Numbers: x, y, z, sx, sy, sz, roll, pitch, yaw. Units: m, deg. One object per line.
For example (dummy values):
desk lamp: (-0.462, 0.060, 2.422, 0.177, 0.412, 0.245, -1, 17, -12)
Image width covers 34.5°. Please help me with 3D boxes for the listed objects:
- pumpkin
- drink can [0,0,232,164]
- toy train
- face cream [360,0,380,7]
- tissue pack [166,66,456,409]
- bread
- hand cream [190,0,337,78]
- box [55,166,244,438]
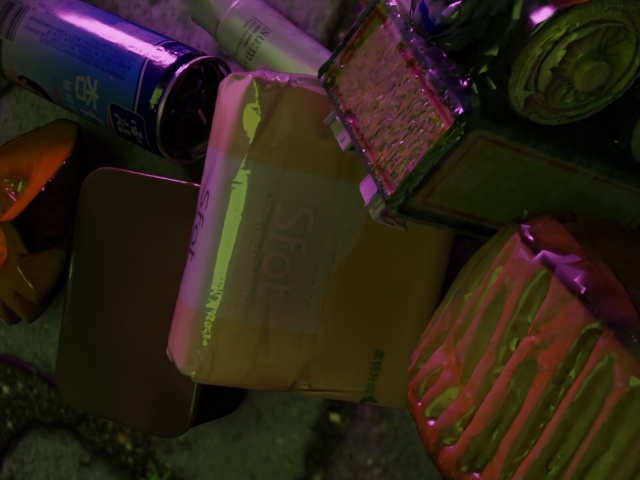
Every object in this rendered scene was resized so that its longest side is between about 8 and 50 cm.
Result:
pumpkin: (-0.258, -0.016, 0.927, 0.254, 0.149, 0.130, 2, 130, 47)
drink can: (-0.191, -0.150, 0.878, 0.235, 0.097, 0.097, 26, 102, 26)
toy train: (0.133, -0.089, 0.614, 0.177, 0.260, 0.134, -50, 46, 30)
face cream: (0.073, -0.233, 0.699, 0.104, 0.149, 0.149, -15, 83, 29)
tissue pack: (0.000, 0.000, 0.734, 0.186, 0.090, 0.222, 12, 100, -16)
bread: (0.177, 0.090, 0.548, 0.227, 0.253, 0.142, 44, 112, 41)
hand cream: (-0.018, -0.132, 0.810, 0.205, 0.050, 0.078, 42, 107, 17)
box: (-0.126, 0.047, 0.844, 0.144, 0.090, 0.201, 10, 95, 29)
